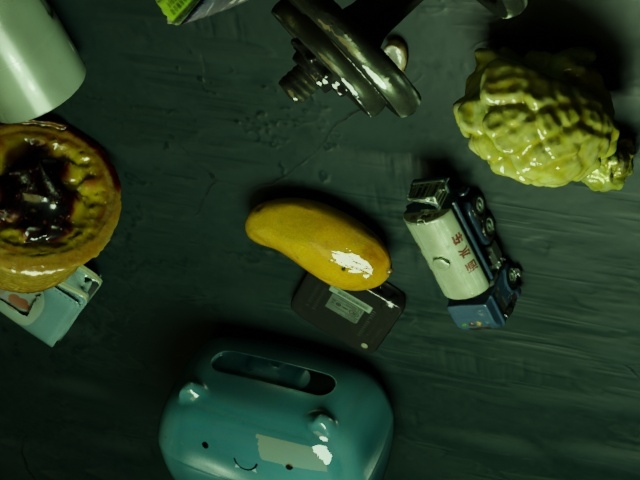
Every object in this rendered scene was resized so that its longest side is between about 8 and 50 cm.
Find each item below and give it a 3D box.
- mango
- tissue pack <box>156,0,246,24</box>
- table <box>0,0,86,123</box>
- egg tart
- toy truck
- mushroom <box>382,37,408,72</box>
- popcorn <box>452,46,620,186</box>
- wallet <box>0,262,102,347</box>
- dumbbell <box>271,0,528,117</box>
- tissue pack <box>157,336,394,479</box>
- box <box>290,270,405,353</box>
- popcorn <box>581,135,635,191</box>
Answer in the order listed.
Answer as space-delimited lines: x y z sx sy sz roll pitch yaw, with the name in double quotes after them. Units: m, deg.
0.000 0.000 2.085 0.190 0.075 0.098 25 134 14 "mango"
-0.049 -0.312 1.716 0.073 0.173 0.235 57 138 6 "tissue pack"
-0.367 -0.253 1.985 0.126 0.126 0.220 -3 130 31 "table"
-0.358 -0.033 2.159 0.215 0.215 0.171 30 150 -3 "egg tart"
0.159 0.013 1.998 0.074 0.088 0.201 -6 129 32 "toy truck"
0.062 -0.181 1.904 0.049 0.019 0.101 35 138 -7 "mushroom"
0.210 -0.127 1.783 0.174 0.173 0.142 21 131 8 "popcorn"
-0.422 0.028 2.348 0.250 0.075 0.176 34 145 -6 "wallet"
0.074 -0.237 1.671 0.290 0.192 0.192 -43 110 2 "dumbbell"
-0.056 0.236 2.259 0.287 0.198 0.206 14 136 18 "tissue pack"
0.032 0.080 2.182 0.126 0.027 0.125 29 140 0 "box"
0.291 -0.084 1.851 0.083 0.068 0.059 31 131 60 "popcorn"
